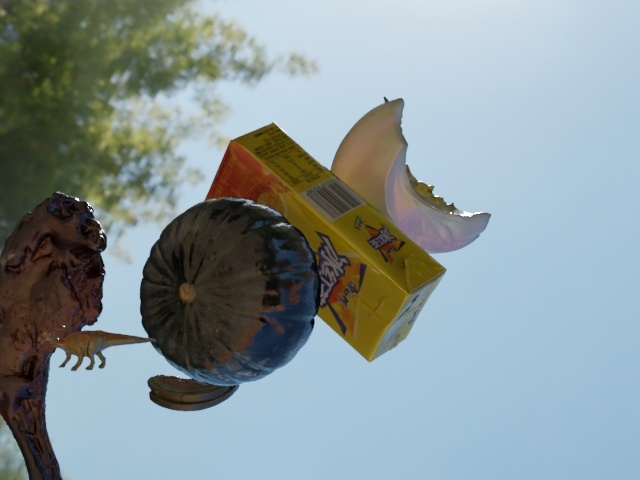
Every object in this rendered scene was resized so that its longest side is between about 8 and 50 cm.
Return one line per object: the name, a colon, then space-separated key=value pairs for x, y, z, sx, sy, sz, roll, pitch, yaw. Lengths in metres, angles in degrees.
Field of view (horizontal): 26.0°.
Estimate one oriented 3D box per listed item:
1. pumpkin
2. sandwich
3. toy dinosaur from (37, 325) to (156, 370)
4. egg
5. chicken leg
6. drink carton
pumpkin: x=-0.116 y=0.068 z=1.812 sx=0.250 sy=0.250 sz=0.216 roll=-58 pitch=167 yaw=7
sandwich: x=-0.182 y=0.217 z=2.016 sx=0.067 sy=0.135 sz=0.029 roll=-110 pitch=-165 yaw=-56
toy dinosaur: x=-0.211 y=0.104 z=1.307 sx=0.026 sy=0.113 sz=0.041 roll=178 pitch=-81 yaw=-73
egg: x=0.107 y=-0.068 z=2.159 sx=0.162 sy=0.271 sz=0.206 roll=-42 pitch=-160 yaw=-31
chicken leg: x=-0.352 y=0.142 z=1.724 sx=0.096 sy=0.158 sz=0.407 roll=23 pitch=72 yaw=-81
drink carton: x=0.000 y=0.000 z=2.000 sx=0.111 sy=0.351 sz=0.154 roll=-30 pitch=155 yaw=-47
